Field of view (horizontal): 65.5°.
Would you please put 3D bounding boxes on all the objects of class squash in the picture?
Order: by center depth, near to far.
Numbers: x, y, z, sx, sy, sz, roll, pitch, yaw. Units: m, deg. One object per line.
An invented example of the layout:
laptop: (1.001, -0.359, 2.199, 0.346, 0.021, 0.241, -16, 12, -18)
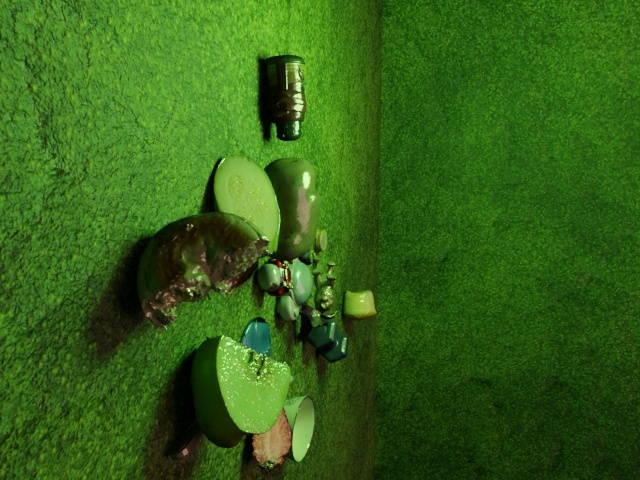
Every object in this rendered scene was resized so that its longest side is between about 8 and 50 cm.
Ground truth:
squash: (-0.203, -0.100, 1.381, 0.189, 0.189, 0.261, -28, 124, -69)

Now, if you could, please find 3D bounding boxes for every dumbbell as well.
dumbbell: (0.031, 0.449, 2.272, 0.325, 0.144, 0.160, 59, 36, -58)

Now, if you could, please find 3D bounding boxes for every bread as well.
bread: (-0.289, 0.048, 1.130, 0.314, 0.192, 0.171, -38, 157, -27)
bread: (0.215, 0.364, 2.779, 0.197, 0.196, 0.171, 14, 73, -72)

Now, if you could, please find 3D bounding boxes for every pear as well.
pear: (-0.227, 0.410, 1.313, 0.292, 0.159, 0.293, 35, 41, -38)

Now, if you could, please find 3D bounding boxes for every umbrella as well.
umbrella: (-0.074, 0.025, 2.017, 0.250, 0.052, 0.053, 77, -12, -57)

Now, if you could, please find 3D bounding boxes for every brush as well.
brush: (-0.310, 0.460, 1.355, 0.065, 0.069, 0.327, 69, 26, -13)

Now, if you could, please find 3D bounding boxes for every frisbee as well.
frisbee: (-0.209, 0.380, 1.676, 0.242, 0.045, 0.243, 3, 90, -74)

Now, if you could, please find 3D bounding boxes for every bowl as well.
bowl: (-0.117, 0.700, 1.877, 0.237, 0.126, 0.238, 3, 90, -73)

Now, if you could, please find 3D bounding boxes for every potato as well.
potato: (-0.114, -0.099, 1.578, 0.243, 0.220, 0.327, 25, -67, 61)

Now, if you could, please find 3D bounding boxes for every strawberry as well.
strawberry: (-0.184, 0.675, 1.725, 0.175, 0.106, 0.236, 43, 46, -22)

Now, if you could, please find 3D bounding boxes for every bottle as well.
bottle: (-0.114, -0.472, 1.675, 0.156, 0.143, 0.272, -13, 104, -45)

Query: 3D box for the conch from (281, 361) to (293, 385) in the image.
conch: (-0.165, 0.530, 1.819, 0.176, 0.094, 0.104, -58, 173, -2)

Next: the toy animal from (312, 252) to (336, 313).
toy animal: (0.007, 0.176, 1.992, 0.312, 0.097, 0.158, -98, -166, -71)

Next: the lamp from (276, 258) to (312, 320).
lamp: (-0.092, 0.187, 1.902, 0.179, 0.107, 0.246, 51, 45, -59)

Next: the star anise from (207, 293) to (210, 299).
star anise: (-0.314, 0.082, 1.300, 0.140, 0.144, 0.158, 41, 26, -8)

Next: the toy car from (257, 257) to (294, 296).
toy car: (-0.165, 0.118, 1.694, 0.112, 0.112, 0.139, 17, 67, -56)

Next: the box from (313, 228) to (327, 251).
box: (0.000, 0.000, 2.271, 0.105, 0.037, 0.106, 4, 90, -73)

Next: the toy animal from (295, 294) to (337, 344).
toy animal: (-0.021, 0.294, 2.002, 0.197, 0.272, 0.160, -33, 92, -27)
